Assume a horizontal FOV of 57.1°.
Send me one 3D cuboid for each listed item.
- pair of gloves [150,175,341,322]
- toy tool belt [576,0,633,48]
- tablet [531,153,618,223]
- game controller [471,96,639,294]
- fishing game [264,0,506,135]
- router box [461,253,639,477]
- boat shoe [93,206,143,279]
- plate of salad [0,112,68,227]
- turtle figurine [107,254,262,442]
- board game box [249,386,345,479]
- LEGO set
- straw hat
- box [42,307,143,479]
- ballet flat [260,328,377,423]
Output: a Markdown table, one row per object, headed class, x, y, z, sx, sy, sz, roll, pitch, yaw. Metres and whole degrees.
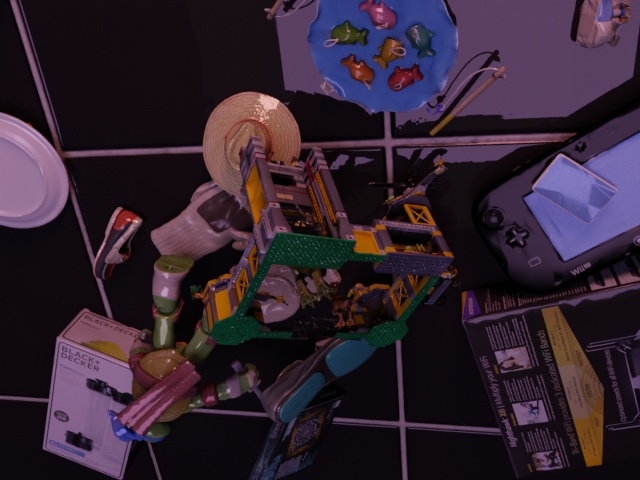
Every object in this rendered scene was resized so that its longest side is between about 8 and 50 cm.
| class | x | y | z | sx | sy | sz | roll | pitch | yaw |
| --- | --- | --- | --- | --- | --- | --- | --- | --- | --- |
| pair of gloves | -0.112 | 0.019 | 0.887 | 0.204 | 0.042 | 0.240 | -36 | 107 | 22 |
| toy tool belt | 0.318 | -0.256 | 0.651 | 0.051 | 0.052 | 0.083 | -11 | 122 | -17 |
| tablet | 0.302 | -0.061 | 0.700 | 0.083 | 0.006 | 0.054 | 32 | 117 | -2 |
| game controller | 0.352 | -0.059 | 0.717 | 0.319 | 0.067 | 0.166 | -32 | 88 | 25 |
| fishing game | 0.066 | -0.220 | 0.689 | 0.264 | 0.041 | 0.189 | 34 | 142 | -17 |
| router box | 0.364 | 0.192 | 0.847 | 0.242 | 0.081 | 0.309 | -15 | 113 | 19 |
| boat shoe | -0.320 | 0.011 | 0.927 | 0.043 | 0.049 | 0.137 | 27 | 115 | -5 |
| plate of salad | -0.482 | -0.108 | 0.900 | 0.199 | 0.048 | 0.200 | 2 | 124 | 2 |
| turtle figurine | -0.190 | 0.159 | 0.899 | 0.198 | 0.274 | 0.266 | 36 | 117 | 42 |
| board game box | -0.041 | 0.334 | 0.996 | 0.026 | 0.126 | 0.186 | 45 | 127 | 36 |
| LEGO set | 0.000 | 0.000 | 0.766 | 0.331 | 0.192 | 0.255 | 0 | 137 | -21 |
| straw hat | -0.097 | -0.123 | 0.775 | 0.144 | 0.061 | 0.145 | 1 | 101 | 5 |
| box | -0.391 | 0.281 | 1.058 | 0.169 | 0.087 | 0.290 | 23 | 119 | 0 |
| ballet flat | -0.003 | 0.191 | 0.906 | 0.213 | 0.068 | 0.072 | -37 | 128 | -18 |
